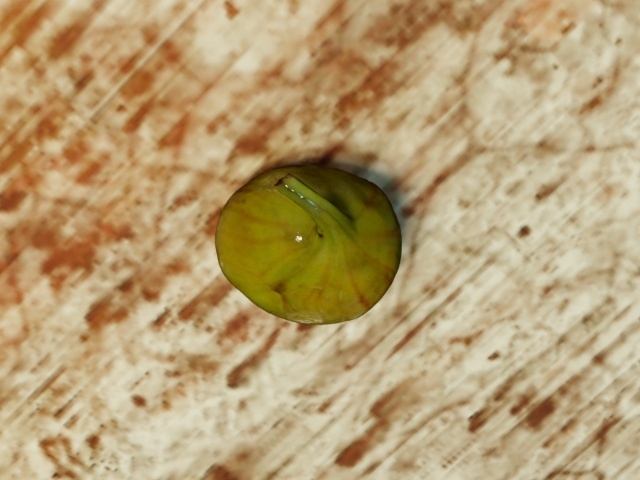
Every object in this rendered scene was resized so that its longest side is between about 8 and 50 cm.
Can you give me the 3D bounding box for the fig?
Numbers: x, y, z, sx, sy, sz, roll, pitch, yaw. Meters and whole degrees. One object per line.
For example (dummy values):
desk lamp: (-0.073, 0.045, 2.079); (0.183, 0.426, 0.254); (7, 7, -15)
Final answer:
fig: (0.000, 0.000, 0.541); (0.082, 0.098, 0.084); (-45, 100, -13)
